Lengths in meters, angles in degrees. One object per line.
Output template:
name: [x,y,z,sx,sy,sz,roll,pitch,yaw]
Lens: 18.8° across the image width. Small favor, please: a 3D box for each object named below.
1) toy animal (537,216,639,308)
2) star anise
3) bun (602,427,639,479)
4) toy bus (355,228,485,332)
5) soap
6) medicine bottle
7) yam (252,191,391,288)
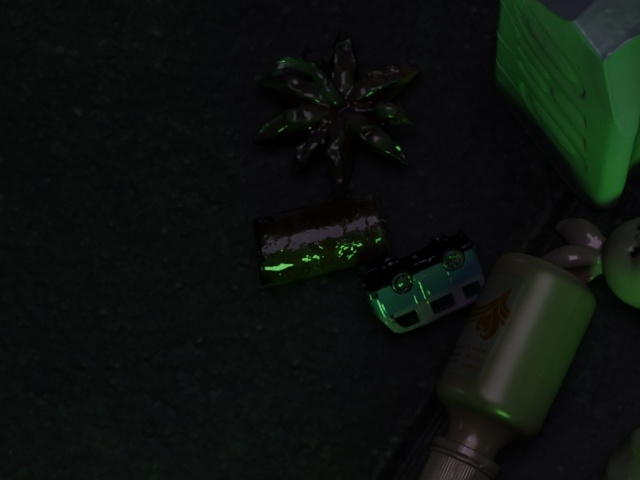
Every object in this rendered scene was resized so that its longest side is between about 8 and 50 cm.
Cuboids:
toy animal: [0.328,0.021,1.953,0.212,0.124,0.124,16,74,6]
star anise: [0.025,-0.138,2.055,0.195,0.065,0.182,-33,74,-11]
bun: [0.361,0.256,1.879,0.183,0.102,0.183,0,73,1]
toy bus: [0.106,0.047,1.983,0.123,0.060,0.075,-24,113,-4]
soap: [0.271,-0.178,1.900,0.115,0.347,0.208,-34,73,-8]
medicine bottle: [0.178,0.144,1.924,0.114,0.114,0.252,23,78,11]
yam: [0.000,-0.002,2.005,0.141,0.079,0.079,-12,71,-1]
